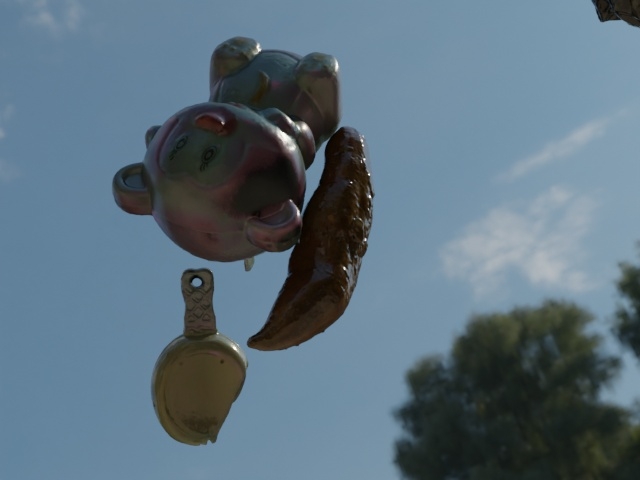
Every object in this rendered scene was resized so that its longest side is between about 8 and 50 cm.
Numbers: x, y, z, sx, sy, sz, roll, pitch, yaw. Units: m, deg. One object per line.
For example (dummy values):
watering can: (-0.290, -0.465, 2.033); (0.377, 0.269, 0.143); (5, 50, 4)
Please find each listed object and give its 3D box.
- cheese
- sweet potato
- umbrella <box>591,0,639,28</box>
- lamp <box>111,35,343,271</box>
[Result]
cheese: (-0.111, 0.114, 1.308); (0.092, 0.047, 0.171); (16, -84, -11)
sweet potato: (0.010, 0.011, 1.638); (0.106, 0.355, 0.095); (35, -36, -19)
umbrella: (0.401, -0.234, 1.400); (0.110, 0.272, 0.122); (-27, -36, -35)
lamp: (-0.100, -0.094, 1.694); (0.247, 0.301, 0.247); (16, -44, 13)
